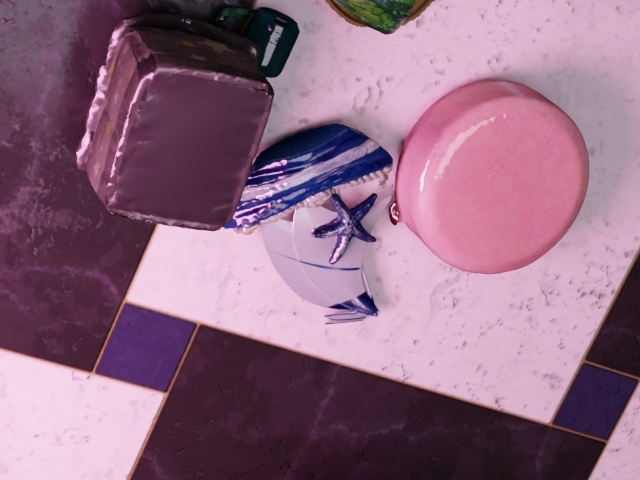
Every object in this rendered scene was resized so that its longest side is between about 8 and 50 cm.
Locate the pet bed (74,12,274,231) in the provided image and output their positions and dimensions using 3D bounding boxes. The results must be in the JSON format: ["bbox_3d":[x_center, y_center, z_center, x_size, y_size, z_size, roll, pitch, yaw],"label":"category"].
[{"bbox_3d":[-0.171,-0.137,1.902,0.183,0.159,0.210,7,118,-23],"label":"pet bed"}]

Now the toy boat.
[{"bbox_3d":[0.021,-0.023,2.076,0.210,0.070,0.291,-41,123,6],"label":"toy boat"}]

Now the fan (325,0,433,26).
[{"bbox_3d":[0.042,-0.360,1.926,0.335,0.011,0.229,-1,106,-35],"label":"fan"}]

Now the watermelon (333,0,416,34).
[{"bbox_3d":[0.050,-0.419,1.820,0.222,0.319,0.292,23,82,-2],"label":"watermelon"}]

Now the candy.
[{"bbox_3d":[0.210,-0.075,2.102,0.255,0.094,0.255,-8,115,-18],"label":"candy"}]

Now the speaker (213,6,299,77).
[{"bbox_3d":[-0.078,-0.238,1.955,0.094,0.060,0.075,28,103,8],"label":"speaker"}]
